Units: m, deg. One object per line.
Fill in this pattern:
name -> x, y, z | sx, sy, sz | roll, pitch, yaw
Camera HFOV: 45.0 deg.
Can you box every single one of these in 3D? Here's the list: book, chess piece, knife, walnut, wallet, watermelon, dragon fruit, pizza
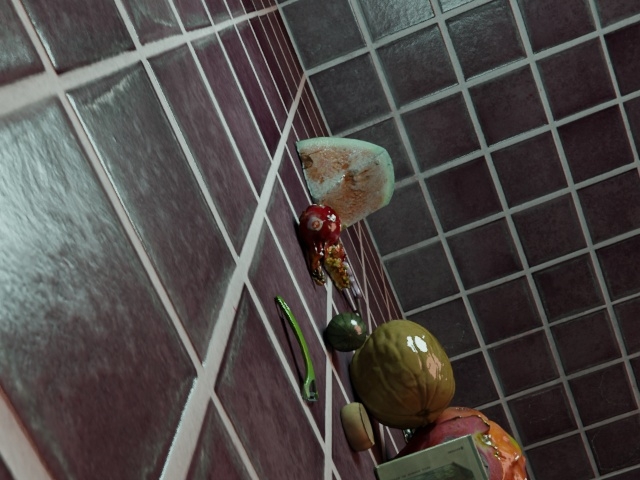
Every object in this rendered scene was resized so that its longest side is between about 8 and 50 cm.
book -> 0.237, 0.521, 1.416 | 0.025, 0.215, 0.282 | 114, -42, -64
chess piece -> 0.064, 0.320, 1.330 | 0.083, 0.038, 0.083 | -21, 90, -85
knife -> -0.032, 0.158, 1.149 | 0.078, 0.023, 0.166 | 61, 10, -74
walnut -> 0.165, 0.271, 1.580 | 0.228, 0.228, 0.228 | -21, 90, -83
wallet -> 0.252, 0.524, 2.138 | 0.198, 0.031, 0.110 | 56, 16, -61
watermelon -> 0.061, -0.149, 2.066 | 0.212, 0.262, 0.201 | 67, 35, -43
dragon fruit -> 0.000, 0.000, 1.577 | 0.094, 0.094, 0.190 | 60, 23, -50
dragon fruit -> 0.282, 0.478, 1.561 | 0.189, 0.291, 0.290 | 44, 25, -59
pizza -> 0.028, 0.026, 1.805 | 0.193, 0.053, 0.200 | -37, 106, -83
watermelon -> 0.049, 0.173, 1.464 | 0.111, 0.078, 0.078 | 1, 69, -84

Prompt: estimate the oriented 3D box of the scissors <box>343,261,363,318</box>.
scissors -> 0.087, 0.140, 1.951 | 0.212, 0.021, 0.110 | 76, -8, -50
